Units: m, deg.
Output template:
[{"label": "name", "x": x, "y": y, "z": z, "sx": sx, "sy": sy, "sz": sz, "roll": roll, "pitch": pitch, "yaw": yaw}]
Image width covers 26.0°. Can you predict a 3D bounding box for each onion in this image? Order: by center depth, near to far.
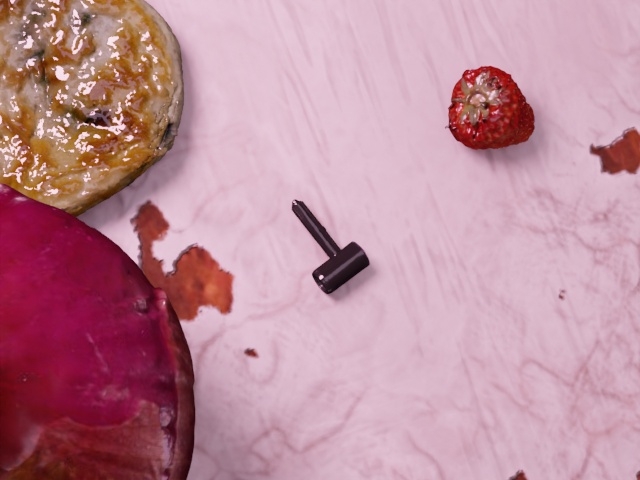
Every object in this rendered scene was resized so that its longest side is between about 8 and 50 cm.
[{"label": "onion", "x": -0.262, "y": 0.108, "z": 0.931, "sx": 0.348, "sy": 0.385, "sz": 0.347, "roll": -1, "pitch": 77, "yaw": 3}]

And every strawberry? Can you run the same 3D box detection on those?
[{"label": "strawberry", "x": 0.151, "y": -0.111, "z": 1.209, "sx": 0.083, "sy": 0.073, "sz": 0.073, "roll": 22, "pitch": 77, "yaw": -47}]

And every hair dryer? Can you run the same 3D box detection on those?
[{"label": "hair dryer", "x": 0.000, "y": 0.000, "z": 1.179, "sx": 0.047, "sy": 0.026, "sz": 0.083, "roll": -36, "pitch": 89, "yaw": -14}]

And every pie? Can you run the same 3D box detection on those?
[{"label": "pie", "x": -0.227, "y": -0.129, "z": 1.128, "sx": 0.241, "sy": 0.054, "sz": 0.240, "roll": 1, "pitch": 84, "yaw": -14}]
